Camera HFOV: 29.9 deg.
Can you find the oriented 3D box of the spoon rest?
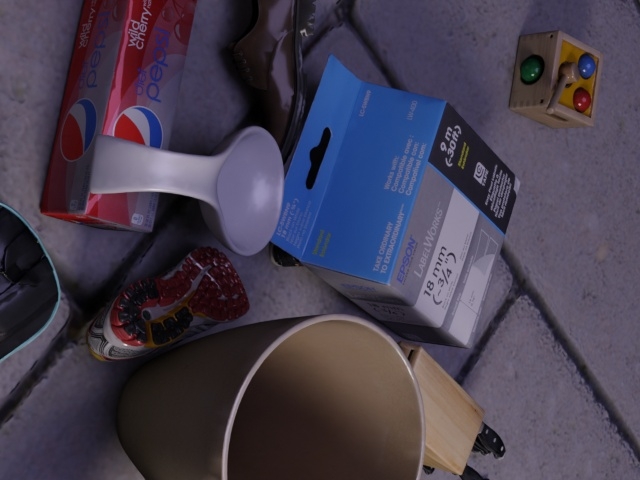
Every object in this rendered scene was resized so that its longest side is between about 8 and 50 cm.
[{"bbox_3d":[-0.109,-0.056,1.200,0.276,0.084,0.137,7,90,-58],"label":"spoon rest"}]

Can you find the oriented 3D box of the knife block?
[{"bbox_3d":[0.146,0.224,1.447,0.242,0.275,0.088,25,72,-9],"label":"knife block"}]

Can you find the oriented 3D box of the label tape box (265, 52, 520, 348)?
[{"bbox_3d":[0.101,-0.038,1.439,0.333,0.105,0.241,37,67,-49],"label":"label tape box"}]

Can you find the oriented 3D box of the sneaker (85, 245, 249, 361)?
[{"bbox_3d":[-0.161,0.069,1.272,0.225,0.092,0.088,-16,79,-55],"label":"sneaker"}]

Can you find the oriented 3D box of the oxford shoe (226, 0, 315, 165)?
[{"bbox_3d":[-0.063,-0.193,1.360,0.096,0.083,0.227,2,98,-13],"label":"oxford shoe"}]

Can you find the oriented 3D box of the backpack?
[{"bbox_3d":[-0.334,0.041,1.058,0.188,0.144,0.166,-33,113,-11],"label":"backpack"}]

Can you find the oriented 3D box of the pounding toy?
[{"bbox_3d":[0.334,-0.220,1.684,0.141,0.100,0.130,15,81,-41],"label":"pounding toy"}]

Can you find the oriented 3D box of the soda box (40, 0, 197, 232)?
[{"bbox_3d":[-0.202,-0.144,1.212,0.083,0.092,0.263,15,81,-42],"label":"soda box"}]

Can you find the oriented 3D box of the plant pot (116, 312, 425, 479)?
[{"bbox_3d":[-0.080,0.194,1.212,0.256,0.274,0.257,-1,91,-42],"label":"plant pot"}]

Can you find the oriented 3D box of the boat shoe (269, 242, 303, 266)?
[{"bbox_3d":[0.000,0.002,1.434,0.133,0.042,0.049,-19,101,-41],"label":"boat shoe"}]

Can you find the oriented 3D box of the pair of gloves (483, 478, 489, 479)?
[{"bbox_3d":[0.208,0.369,1.652,0.083,0.010,0.074,-3,92,-44],"label":"pair of gloves"}]
